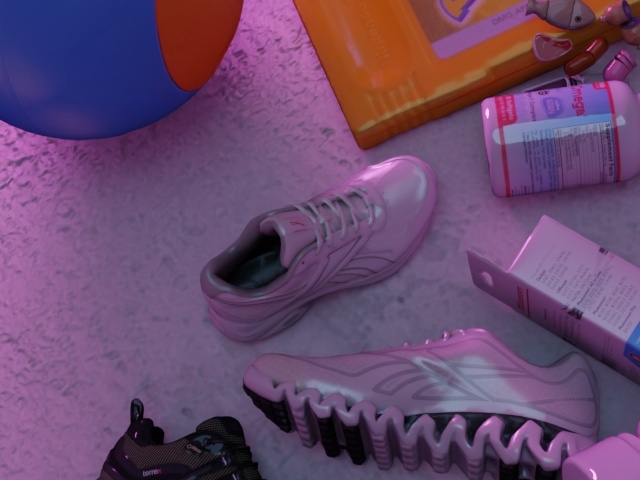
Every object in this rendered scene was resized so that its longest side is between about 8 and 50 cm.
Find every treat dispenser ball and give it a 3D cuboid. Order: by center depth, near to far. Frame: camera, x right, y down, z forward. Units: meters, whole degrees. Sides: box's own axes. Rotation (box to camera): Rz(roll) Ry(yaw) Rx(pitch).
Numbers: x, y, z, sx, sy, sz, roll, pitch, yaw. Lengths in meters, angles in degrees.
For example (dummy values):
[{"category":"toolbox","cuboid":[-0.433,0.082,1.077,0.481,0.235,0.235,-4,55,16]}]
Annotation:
[{"category":"treat dispenser ball","cuboid":[-0.208,-0.230,1.128,0.288,0.288,0.288,-3,71,9]}]

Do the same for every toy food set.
[{"category":"toy food set","cuboid":[0.237,-0.171,1.127,0.122,0.019,0.078,4,91,1]}]

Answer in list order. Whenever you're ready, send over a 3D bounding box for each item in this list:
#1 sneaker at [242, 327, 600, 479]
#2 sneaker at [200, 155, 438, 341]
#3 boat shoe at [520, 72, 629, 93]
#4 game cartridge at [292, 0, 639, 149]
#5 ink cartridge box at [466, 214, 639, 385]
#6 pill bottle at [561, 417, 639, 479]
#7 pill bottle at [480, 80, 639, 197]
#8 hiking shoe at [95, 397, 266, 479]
[{"category":"sneaker","cuboid":[0.084,0.126,1.059,0.292,0.110,0.118,11,66,5]},{"category":"sneaker","cuboid":[0.000,0.000,1.103,0.232,0.115,0.090,-36,69,-3]},{"category":"boat shoe","cuboid":[0.223,-0.131,1.151,0.100,0.035,0.035,-9,70,7]},{"category":"game cartridge","cuboid":[0.129,-0.269,1.208,0.324,0.052,0.285,-23,69,0]},{"category":"ink cartridge box","cuboid":[0.211,0.044,1.056,0.180,0.104,0.060,32,80,18]},{"category":"pill bottle","cuboid":[0.331,0.164,0.942,0.283,0.160,0.160,-21,69,-8]},{"category":"pill bottle","cuboid":[0.220,-0.089,1.109,0.160,0.087,0.087,-8,70,7]},{"category":"hiking shoe","cuboid":[-0.077,0.202,1.063,0.227,0.086,0.114,16,78,16]}]
